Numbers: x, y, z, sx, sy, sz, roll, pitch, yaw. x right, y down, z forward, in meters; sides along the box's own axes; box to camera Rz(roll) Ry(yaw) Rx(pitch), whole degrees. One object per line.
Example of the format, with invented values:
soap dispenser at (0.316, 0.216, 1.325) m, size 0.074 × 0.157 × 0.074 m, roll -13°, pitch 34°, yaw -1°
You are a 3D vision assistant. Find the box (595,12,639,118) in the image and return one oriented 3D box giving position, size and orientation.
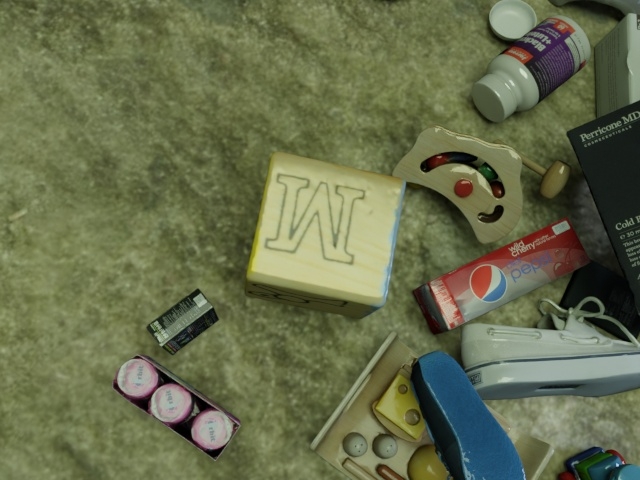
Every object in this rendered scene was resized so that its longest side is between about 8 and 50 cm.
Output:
box at (0.586, -0.275, 1.220) m, size 0.182 × 0.119 × 0.181 m, roll 5°, pitch 78°, yaw -5°

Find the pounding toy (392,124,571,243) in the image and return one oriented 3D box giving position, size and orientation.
pounding toy at (0.258, -0.093, 1.172) m, size 0.269 × 0.155 × 0.154 m, roll 18°, pitch 105°, yaw 7°

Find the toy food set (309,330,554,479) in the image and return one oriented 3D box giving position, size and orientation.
toy food set at (0.168, 0.311, 1.064) m, size 0.306 × 0.092 × 0.220 m, roll 37°, pitch 77°, yaw 2°

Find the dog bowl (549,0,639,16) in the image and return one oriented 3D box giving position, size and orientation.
dog bowl at (0.538, -0.571, 1.286) m, size 0.348 × 0.102 × 0.349 m, roll 1°, pitch 77°, yaw -6°

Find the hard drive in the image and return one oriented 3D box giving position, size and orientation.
hard drive at (0.478, 0.099, 1.178) m, size 0.135 × 0.022 × 0.094 m, roll 29°, pitch 77°, yaw 0°

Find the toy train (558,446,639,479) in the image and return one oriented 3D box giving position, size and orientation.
toy train at (0.466, 0.437, 1.044) m, size 0.105 × 0.143 × 0.248 m, roll -22°, pitch 81°, yaw -10°

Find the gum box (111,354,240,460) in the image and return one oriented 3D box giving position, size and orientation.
gum box at (-0.210, 0.237, 1.029) m, size 0.188 × 0.107 × 0.062 m, roll 34°, pitch 77°, yaw 2°

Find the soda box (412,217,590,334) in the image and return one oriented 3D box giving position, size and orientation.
soda box at (0.286, 0.058, 1.130) m, size 0.263 × 0.092 × 0.083 m, roll -23°, pitch 82°, yaw -11°

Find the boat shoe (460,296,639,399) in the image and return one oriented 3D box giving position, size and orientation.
boat shoe at (0.383, 0.158, 1.105) m, size 0.367 × 0.136 × 0.156 m, roll 0°, pitch 62°, yaw -13°

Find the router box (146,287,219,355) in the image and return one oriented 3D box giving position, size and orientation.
router box at (-0.202, 0.122, 1.047) m, size 0.092 × 0.122 × 0.038 m, roll -38°, pitch 80°, yaw -13°

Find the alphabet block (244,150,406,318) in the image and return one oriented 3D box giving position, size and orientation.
alphabet block at (0.000, 0.000, 1.062) m, size 0.197 × 0.192 × 0.193 m, roll 12°, pitch 75°, yaw -5°

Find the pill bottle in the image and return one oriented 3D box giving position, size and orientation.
pill bottle at (0.353, -0.287, 1.201) m, size 0.193 × 0.108 × 0.108 m, roll -38°, pitch 85°, yaw -13°

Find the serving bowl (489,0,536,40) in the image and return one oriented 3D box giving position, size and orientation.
serving bowl at (0.340, -0.388, 1.259) m, size 0.083 × 0.027 × 0.083 m, roll 0°, pitch 71°, yaw 1°

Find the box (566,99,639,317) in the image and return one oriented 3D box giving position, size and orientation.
box at (0.592, -0.070, 1.036) m, size 0.343 × 0.179 × 0.312 m, roll -22°, pitch 64°, yaw 23°

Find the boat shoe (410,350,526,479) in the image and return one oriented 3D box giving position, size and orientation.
boat shoe at (0.211, 0.282, 1.002) m, size 0.109 × 0.089 × 0.258 m, roll -12°, pitch 68°, yaw -20°
